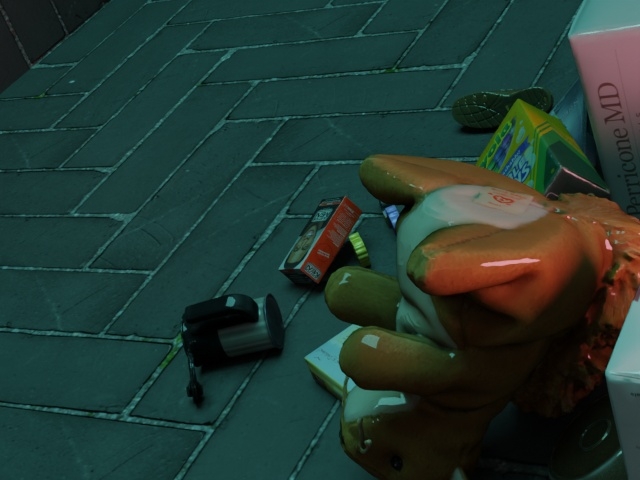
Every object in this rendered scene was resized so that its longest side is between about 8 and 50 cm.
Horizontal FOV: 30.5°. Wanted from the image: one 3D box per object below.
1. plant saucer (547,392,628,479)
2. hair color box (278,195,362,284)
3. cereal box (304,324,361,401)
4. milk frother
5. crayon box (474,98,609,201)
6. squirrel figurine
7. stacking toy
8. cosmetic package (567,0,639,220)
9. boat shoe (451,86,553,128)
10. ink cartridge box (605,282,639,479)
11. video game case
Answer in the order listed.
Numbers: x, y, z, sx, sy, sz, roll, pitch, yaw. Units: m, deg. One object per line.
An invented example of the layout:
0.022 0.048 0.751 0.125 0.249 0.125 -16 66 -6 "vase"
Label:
0.308 0.220 1.290 0.168 0.029 0.168 -44 10 10 "plant saucer"
0.000 0.000 1.830 0.072 0.043 0.141 -6 49 59 "hair color box"
0.120 0.141 1.587 0.240 0.047 0.173 -33 33 -18 "cereal box"
-0.130 0.155 1.693 0.134 0.129 0.143 -14 75 14 "milk frother"
0.274 -0.063 1.638 0.203 0.083 0.323 -60 14 21 "crayon box"
0.198 0.126 1.329 0.397 0.370 0.281 1 25 -19 "squirrel figurine"
0.109 -0.051 1.891 0.167 0.052 0.221 -23 30 -2 "stacking toy"
0.597 -0.240 1.615 0.393 0.329 0.327 -3 36 30 "cosmetic package"
0.318 -0.230 2.042 0.178 0.064 0.060 -6 4 22 "boat shoe"
0.381 0.172 1.127 0.131 0.306 0.226 0 37 30 "ink cartridge box"
0.348 -0.122 1.761 0.196 0.026 0.274 -55 11 37 "video game case"
